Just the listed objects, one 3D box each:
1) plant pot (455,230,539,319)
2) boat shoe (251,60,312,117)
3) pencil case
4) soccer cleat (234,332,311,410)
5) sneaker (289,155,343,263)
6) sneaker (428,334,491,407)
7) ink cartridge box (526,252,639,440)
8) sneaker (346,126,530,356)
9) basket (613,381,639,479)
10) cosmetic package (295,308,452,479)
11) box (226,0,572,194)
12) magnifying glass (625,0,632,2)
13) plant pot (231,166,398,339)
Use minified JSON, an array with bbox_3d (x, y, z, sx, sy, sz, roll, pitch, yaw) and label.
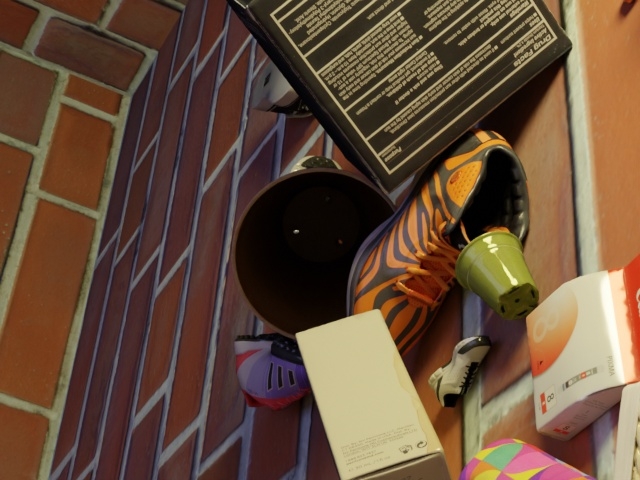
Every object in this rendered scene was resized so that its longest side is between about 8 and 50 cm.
[{"bbox_3d":[0.203,0.046,1.463,0.083,0.083,0.079,-60,34,24],"label":"plant pot"},{"bbox_3d":[-0.045,-0.274,2.408,0.306,0.105,0.113,157,127,-73],"label":"boat shoe"},{"bbox_3d":[0.208,0.251,1.188,0.104,0.104,0.236,-70,19,-4],"label":"pencil case"},{"bbox_3d":[-0.042,0.197,1.946,0.318,0.109,0.116,175,93,-66],"label":"soccer cleat"},{"bbox_3d":[-0.026,-0.004,2.088,0.118,0.110,0.292,124,159,-56],"label":"sneaker"},{"bbox_3d":[0.165,0.150,1.511,0.109,0.040,0.043,-58,38,38],"label":"sneaker"},{"bbox_3d":[0.268,0.090,1.277,0.179,0.045,0.145,126,156,-43],"label":"ink cartridge box"},{"bbox_3d":[0.138,0.017,1.578,0.321,0.125,0.180,-66,18,7],"label":"sneaker"},{"bbox_3d":[0.294,0.189,0.994,0.103,0.113,0.167,-34,40,56],"label":"basket"},{"bbox_3d":[0.064,0.224,1.476,0.309,0.113,0.160,-110,3,-62],"label":"cosmetic package"},{"bbox_3d":[0.086,-0.270,1.596,0.296,0.294,0.183,-39,24,-1],"label":"box"},{"bbox_3d":[0.393,-0.363,1.442,0.231,0.026,0.092,-57,22,25],"label":"magnifying glass"},{"bbox_3d":[0.000,0.000,1.867,0.254,0.237,0.237,-92,26,-80],"label":"plant pot"}]
